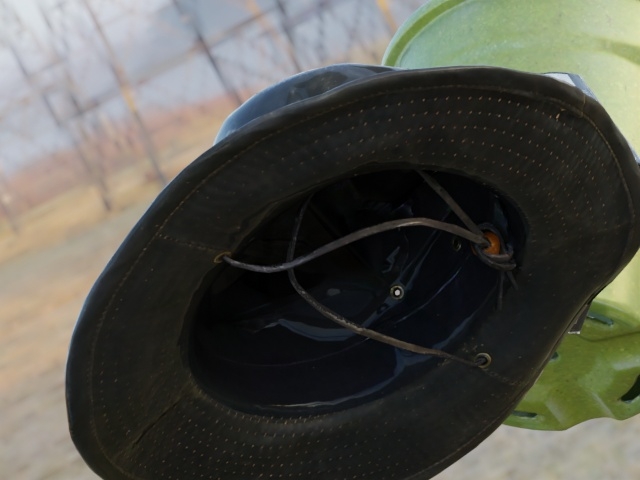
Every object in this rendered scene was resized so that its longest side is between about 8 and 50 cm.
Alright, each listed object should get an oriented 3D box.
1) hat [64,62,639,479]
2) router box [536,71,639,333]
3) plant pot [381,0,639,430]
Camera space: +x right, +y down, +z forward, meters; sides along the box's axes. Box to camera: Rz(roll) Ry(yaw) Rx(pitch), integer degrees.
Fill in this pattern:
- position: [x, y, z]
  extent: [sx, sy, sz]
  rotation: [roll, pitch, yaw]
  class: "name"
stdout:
- position: [0.000, 0.000, 1.056]
  extent: [0.331, 0.134, 0.331]
  rotation: [-16, -40, -14]
  class: "hat"
- position: [0.133, -0.021, 1.133]
  extent: [0.038, 0.122, 0.092]
  rotation: [-1, 37, -23]
  class: "router box"
- position: [0.167, -0.013, 1.434]
  extent: [0.276, 0.276, 0.254]
  rotation: [-24, 43, 37]
  class: "plant pot"
